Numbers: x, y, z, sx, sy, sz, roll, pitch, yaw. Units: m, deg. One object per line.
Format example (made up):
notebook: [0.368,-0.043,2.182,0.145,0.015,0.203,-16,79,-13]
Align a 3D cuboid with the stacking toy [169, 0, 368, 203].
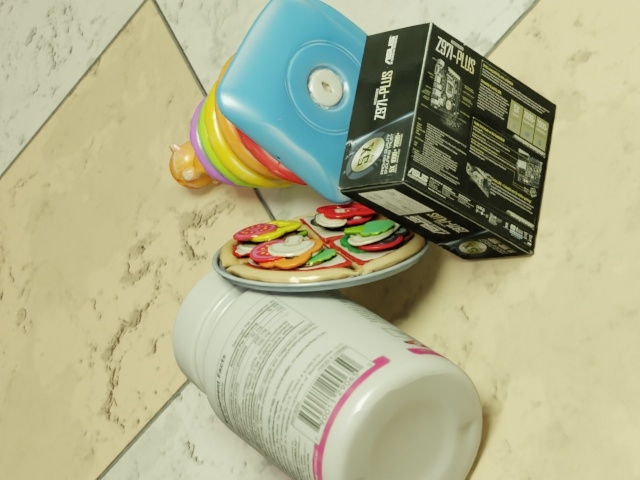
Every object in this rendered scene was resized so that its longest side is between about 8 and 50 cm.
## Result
stacking toy: [-0.069,-0.109,1.721,0.302,0.175,0.166,-25,31,56]

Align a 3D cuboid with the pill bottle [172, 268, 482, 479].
pill bottle: [-0.003,0.126,1.505,0.283,0.160,0.160,31,94,49]

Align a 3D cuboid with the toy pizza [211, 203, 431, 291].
toy pizza: [0.000,0.000,1.554,0.201,0.201,0.032,14,116,48]

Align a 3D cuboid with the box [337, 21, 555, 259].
box: [0.112,-0.082,1.475,0.077,0.180,0.147,-6,67,44]
